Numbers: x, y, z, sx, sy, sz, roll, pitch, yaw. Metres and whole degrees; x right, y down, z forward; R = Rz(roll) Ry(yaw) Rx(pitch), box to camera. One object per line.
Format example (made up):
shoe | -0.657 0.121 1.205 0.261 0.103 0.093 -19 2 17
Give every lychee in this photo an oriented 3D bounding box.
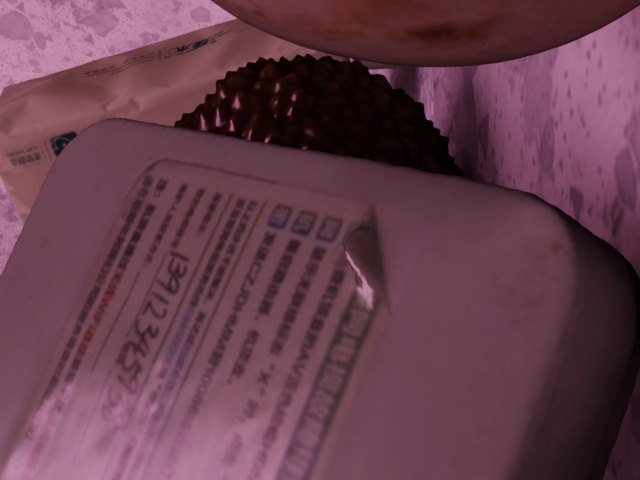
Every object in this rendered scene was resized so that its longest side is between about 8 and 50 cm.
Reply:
lychee | 0.000 0.000 0.783 0.267 0.268 0.267 179 90 -85

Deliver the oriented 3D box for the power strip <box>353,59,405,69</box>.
power strip | 0.074 -0.235 0.853 0.385 0.062 0.091 120 147 -80

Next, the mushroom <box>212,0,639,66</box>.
mushroom | 0.045 -0.221 0.368 0.290 0.298 0.297 -52 -16 -28

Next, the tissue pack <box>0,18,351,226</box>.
tissue pack | -0.126 -0.073 1.100 0.207 0.380 0.297 -104 -4 -61

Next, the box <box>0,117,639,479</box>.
box | -0.067 0.140 0.527 0.397 0.111 0.395 15 80 43
